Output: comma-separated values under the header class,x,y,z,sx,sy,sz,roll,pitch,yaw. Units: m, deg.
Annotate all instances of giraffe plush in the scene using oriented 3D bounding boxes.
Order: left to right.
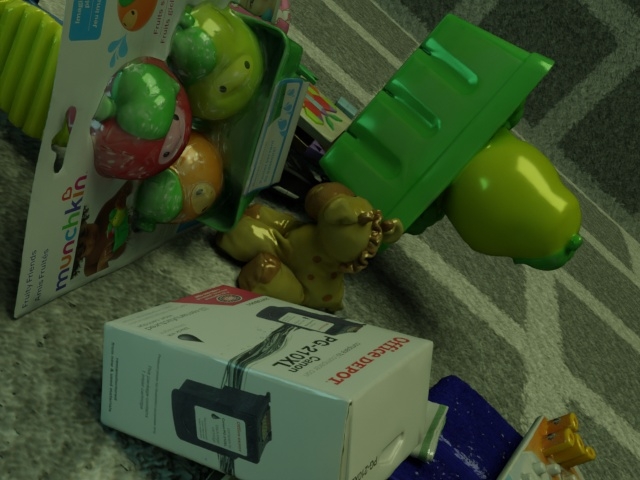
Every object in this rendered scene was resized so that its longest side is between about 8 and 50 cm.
class,x,y,z,sx,sy,sz,roll,pitch,yaw
giraffe plush,0.000,0.000,0.926,0.210,0.170,0.181,48,27,9

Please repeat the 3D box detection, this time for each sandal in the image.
class,x,y,z,sx,sy,sz,roll,pitch,yaw
sandal,-0.328,-0.222,0.842,0.317,0.126,0.138,46,19,16

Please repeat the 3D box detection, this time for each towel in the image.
class,x,y,z,sx,sy,sz,roll,pitch,yaw
towel,0.067,0.190,0.836,0.152,0.023,0.113,22,19,12
towel,0.180,0.290,0.858,0.227,0.076,0.308,49,27,10

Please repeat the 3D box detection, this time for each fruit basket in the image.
class,x,y,z,sx,sy,sz,roll,pitch,yaw
fruit basket,-0.145,-0.112,0.731,0.165,0.327,0.353,23,22,9
fruit basket,0.228,-0.105,1.109,0.392,0.392,0.283,44,6,1

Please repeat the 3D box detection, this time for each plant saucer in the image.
class,x,y,z,sx,sy,sz,roll,pitch,yaw
plant saucer,-0.013,-0.191,1.337,0.198,0.036,0.198,33,28,-21

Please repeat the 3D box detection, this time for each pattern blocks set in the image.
class,x,y,z,sx,sy,sz,roll,pitch,yaw
pattern blocks set,-0.019,-0.242,1.334,0.285,0.026,0.325,35,28,-17

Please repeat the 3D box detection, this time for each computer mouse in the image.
class,x,y,z,sx,sy,sz,roll,pitch,yaw
computer mouse,-0.032,-0.067,1.111,0.262,0.060,0.184,30,23,-49

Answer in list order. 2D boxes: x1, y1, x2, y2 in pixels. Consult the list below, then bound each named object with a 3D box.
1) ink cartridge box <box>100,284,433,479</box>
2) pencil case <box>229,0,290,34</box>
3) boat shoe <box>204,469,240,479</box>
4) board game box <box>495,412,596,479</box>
class,x,y,z,sx,sy,sz,roll,pitch,yaw
ink cartridge box,-0.042,0.123,0.636,0.237,0.100,0.172,12,14,27
pencil case,-0.214,-0.413,1.251,0.167,0.160,0.386,33,22,25
boat shoe,-0.038,0.208,0.691,0.228,0.069,0.081,-14,105,-50
board game box,0.305,0.419,0.768,0.390,0.050,0.390,-18,77,-59
